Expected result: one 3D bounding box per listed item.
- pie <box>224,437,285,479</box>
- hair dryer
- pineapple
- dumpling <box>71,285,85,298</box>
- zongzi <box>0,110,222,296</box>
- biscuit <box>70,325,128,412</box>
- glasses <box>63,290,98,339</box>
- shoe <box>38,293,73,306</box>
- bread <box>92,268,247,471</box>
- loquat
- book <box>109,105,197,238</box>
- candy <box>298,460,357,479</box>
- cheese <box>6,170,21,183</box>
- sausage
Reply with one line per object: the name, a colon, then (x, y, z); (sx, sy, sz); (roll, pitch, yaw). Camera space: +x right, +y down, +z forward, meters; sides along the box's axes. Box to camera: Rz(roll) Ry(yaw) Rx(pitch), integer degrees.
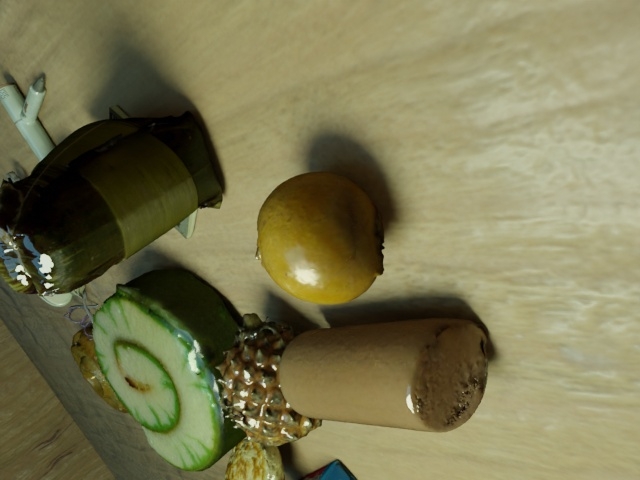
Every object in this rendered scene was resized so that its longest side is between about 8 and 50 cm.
pie: (-0.131, 0.472, 1.024); (0.205, 0.084, 0.178); (17, 94, 56)
hair dryer: (-0.530, -0.240, 0.945); (0.183, 0.044, 0.154); (-9, 115, 45)
pineapple: (-0.075, 0.196, 0.741); (0.166, 0.166, 0.193); (-14, 97, 49)
dumpling: (-0.660, 0.127, 1.365); (0.077, 0.043, 0.059); (36, 161, 14)
zongzi: (-0.334, -0.063, 0.658); (0.318, 0.289, 0.154); (9, 122, 30)
biscuit: (-0.649, 0.396, 1.523); (0.296, 0.102, 0.296); (28, 136, 31)
glasses: (-0.659, 0.201, 1.404); (0.140, 0.062, 0.103); (35, 138, 18)
shoe: (-0.782, 0.091, 1.423); (0.265, 0.095, 0.110); (49, 148, 12)
bread: (-0.271, 0.246, 0.954); (0.367, 0.129, 0.381); (12, 114, 33)
loquat: (0.000, 0.000, 0.528); (0.141, 0.141, 0.141); (26, 135, 29)
book: (-0.270, -0.106, 0.809); (0.199, 0.016, 0.138); (41, 140, 13)
candy: (0.006, 0.554, 0.995); (0.157, 0.100, 0.305); (44, 142, 8)
cheese: (-0.752, -0.064, 1.276); (0.163, 0.082, 0.286); (38, 137, 15)
sausage: (0.068, 0.157, 0.597); (0.253, 0.123, 0.123); (-19, 105, 50)
